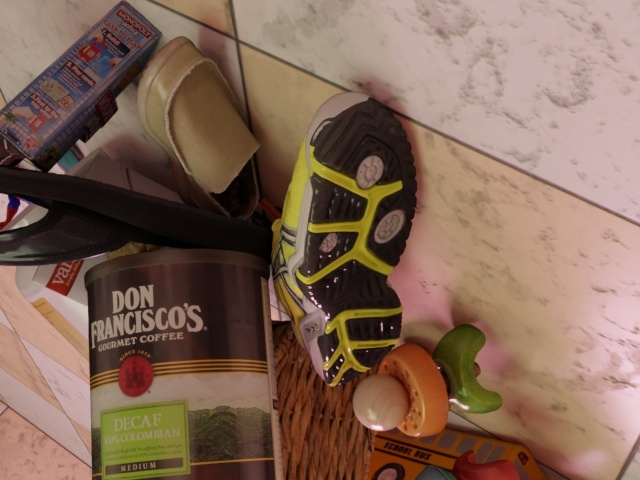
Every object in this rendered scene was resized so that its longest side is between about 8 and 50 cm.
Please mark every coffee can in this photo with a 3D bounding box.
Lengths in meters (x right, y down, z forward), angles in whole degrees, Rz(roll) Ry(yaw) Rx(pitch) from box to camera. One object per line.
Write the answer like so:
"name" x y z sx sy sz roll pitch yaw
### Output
"coffee can" -0.143 0.166 0.969 0.202 0.275 0.201 -5 165 -1

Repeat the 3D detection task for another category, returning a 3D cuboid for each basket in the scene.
"basket" -0.075 0.254 1.183 0.214 0.299 0.223 20 167 -36

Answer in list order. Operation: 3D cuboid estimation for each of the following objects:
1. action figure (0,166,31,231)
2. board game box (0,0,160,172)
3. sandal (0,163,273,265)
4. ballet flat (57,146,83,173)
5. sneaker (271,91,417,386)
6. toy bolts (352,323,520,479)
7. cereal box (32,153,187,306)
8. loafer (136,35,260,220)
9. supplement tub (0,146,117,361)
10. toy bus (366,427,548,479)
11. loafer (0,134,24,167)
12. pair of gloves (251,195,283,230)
"action figure" -0.493 -0.052 1.487 0.280 0.139 0.091 27 148 28
"board game box" -0.259 -0.163 1.009 0.060 0.194 0.194 42 172 -3
"sandal" -0.269 -0.011 0.985 0.446 0.107 0.167 13 174 -12
"ballet flat" -0.358 -0.101 1.353 0.041 0.041 0.114 13 141 41
"sneaker" 0.000 0.000 0.944 0.147 0.145 0.384 46 150 32
"toy bolts" 0.103 0.230 1.034 0.218 0.159 0.228 -22 84 66
"cereal box" -0.204 0.024 1.117 0.240 0.173 0.047 27 171 -16
"loafer" -0.116 -0.110 0.975 0.092 0.102 0.268 27 159 20
"supplement tub" -0.266 0.052 1.247 0.316 0.228 0.228 50 151 -16
"toy bus" 0.178 0.326 1.197 0.333 0.130 0.108 0 131 51
"loafer" -0.433 -0.144 1.329 0.078 0.080 0.220 46 152 -9
"pair of gloves" -0.053 -0.020 1.112 0.074 0.010 0.083 42 155 -5
